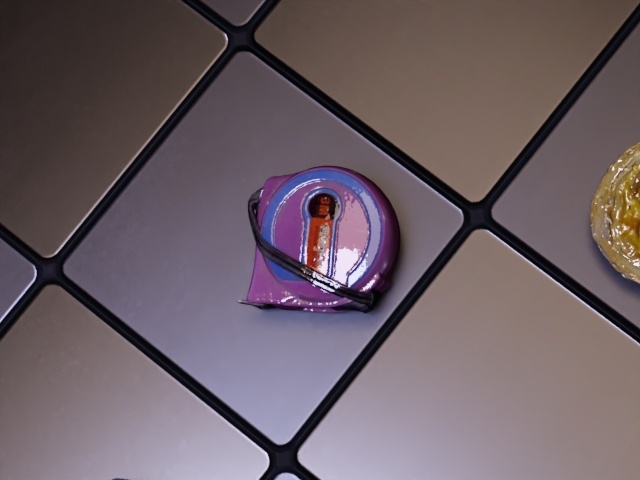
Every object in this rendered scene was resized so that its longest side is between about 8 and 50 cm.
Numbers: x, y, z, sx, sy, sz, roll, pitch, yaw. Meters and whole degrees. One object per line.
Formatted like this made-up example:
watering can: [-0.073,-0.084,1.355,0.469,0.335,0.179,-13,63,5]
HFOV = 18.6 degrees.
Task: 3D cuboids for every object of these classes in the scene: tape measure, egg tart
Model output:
tape measure: [0.000,0.000,1.553,0.125,0.074,0.118,6,84,13]
egg tart: [0.276,-0.019,1.539,0.129,0.049,0.128,-1,83,9]

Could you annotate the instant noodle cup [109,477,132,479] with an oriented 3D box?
instant noodle cup: [-0.179,0.288,1.511,0.157,0.070,0.179,-20,76,0]
